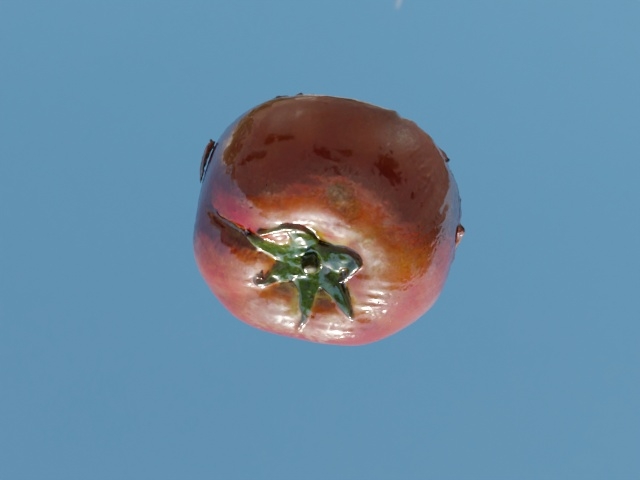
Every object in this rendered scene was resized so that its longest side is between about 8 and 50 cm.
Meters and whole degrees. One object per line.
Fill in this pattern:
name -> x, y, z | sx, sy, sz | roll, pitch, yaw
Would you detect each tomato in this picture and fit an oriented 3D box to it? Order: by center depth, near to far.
tomato -> 0.001, 0.000, 1.307 | 0.225, 0.225, 0.085 | 14, -150, -3
